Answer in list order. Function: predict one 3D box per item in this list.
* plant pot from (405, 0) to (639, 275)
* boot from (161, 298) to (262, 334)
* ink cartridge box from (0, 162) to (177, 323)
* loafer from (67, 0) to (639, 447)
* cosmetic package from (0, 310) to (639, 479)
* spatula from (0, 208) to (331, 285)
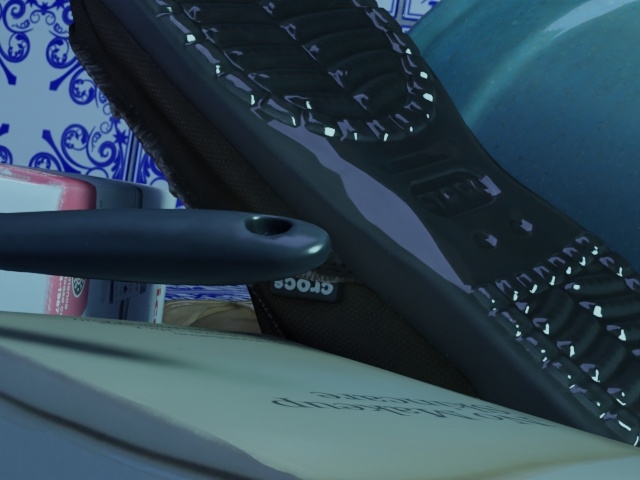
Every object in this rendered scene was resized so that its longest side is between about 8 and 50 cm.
[{"bbox_3d":[0.216,0.030,0.801,0.341,0.341,0.334,8,9,-23],"label":"plant pot"},{"bbox_3d":[-0.002,0.093,1.229,0.236,0.089,0.269,-5,6,-22],"label":"boot"},{"bbox_3d":[-0.134,0.046,0.711,0.092,0.158,0.218,7,2,4],"label":"ink cartridge box"},{"bbox_3d":[0.000,0.000,0.660,0.134,0.130,0.366,-9,49,-44],"label":"loafer"},{"bbox_3d":[-0.006,0.098,0.461,0.160,0.113,0.309,7,2,-35],"label":"cosmetic package"},{"bbox_3d":[-0.137,0.010,0.515,0.296,0.030,0.084,-5,20,21],"label":"spatula"}]
